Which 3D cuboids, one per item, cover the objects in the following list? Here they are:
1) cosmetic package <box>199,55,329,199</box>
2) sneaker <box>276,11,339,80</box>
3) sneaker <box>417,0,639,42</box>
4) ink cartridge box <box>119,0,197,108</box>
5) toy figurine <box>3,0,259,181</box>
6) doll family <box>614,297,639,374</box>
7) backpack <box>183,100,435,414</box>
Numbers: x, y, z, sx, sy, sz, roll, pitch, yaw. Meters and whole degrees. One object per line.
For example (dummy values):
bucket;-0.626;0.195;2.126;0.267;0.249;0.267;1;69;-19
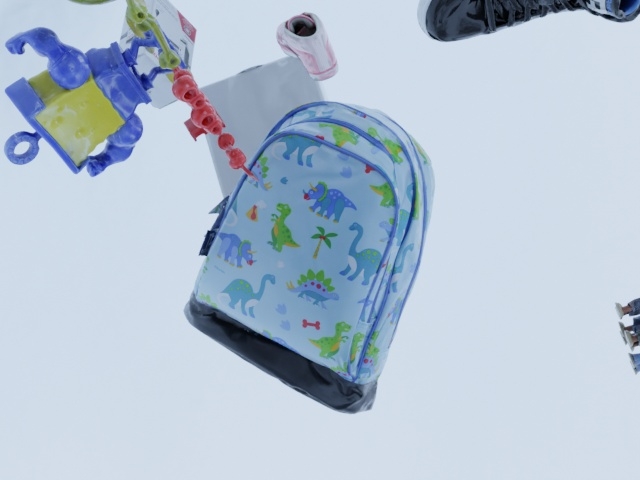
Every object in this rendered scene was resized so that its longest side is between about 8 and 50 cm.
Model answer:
cosmetic package;-0.044;-0.077;1.782;0.155;0.197;0.365;50;24;-75
sneaker;-0.022;-0.243;1.357;0.051;0.134;0.070;-30;130;-4
sneaker;0.197;-0.216;0.998;0.217;0.121;0.079;-28;134;-2
ink cartridge box;-0.228;-0.268;1.638;0.099;0.056;0.135;43;37;-42
toy figurine;-0.246;-0.148;1.224;0.217;0.191;0.362;-33;145;0
doll family;0.465;0.120;1.574;0.193;0.111;0.076;56;15;-63
backpack;0.000;0.000;1.462;0.355;0.290;0.273;-61;163;2
